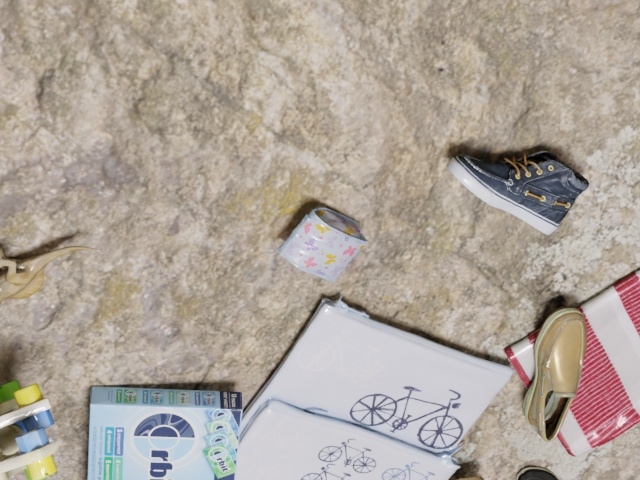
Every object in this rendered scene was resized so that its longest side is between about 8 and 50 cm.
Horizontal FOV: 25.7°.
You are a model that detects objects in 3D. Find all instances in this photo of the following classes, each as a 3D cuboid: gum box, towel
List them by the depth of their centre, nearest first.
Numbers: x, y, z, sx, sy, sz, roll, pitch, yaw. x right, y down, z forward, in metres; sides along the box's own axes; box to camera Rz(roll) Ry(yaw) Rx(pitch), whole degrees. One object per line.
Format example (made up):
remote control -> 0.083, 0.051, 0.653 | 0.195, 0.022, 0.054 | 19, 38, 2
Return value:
gum box -> -0.195, 0.257, 1.739 | 0.185, 0.041, 0.157 | 3, 120, -8
towel -> 0.433, 0.142, 1.876 | 0.329, 0.037, 0.237 | -31, 126, 5

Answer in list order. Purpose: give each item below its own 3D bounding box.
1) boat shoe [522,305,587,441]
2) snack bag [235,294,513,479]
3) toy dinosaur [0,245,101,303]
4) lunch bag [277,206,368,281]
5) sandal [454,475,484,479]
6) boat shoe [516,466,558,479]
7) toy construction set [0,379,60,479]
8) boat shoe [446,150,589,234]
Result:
boat shoe -> 0.311, 0.176, 1.805 | 0.068, 0.072, 0.190 | -2, 123, -11
snack bag -> 0.055, 0.249, 1.827 | 0.323, 0.037, 0.342 | 22, 116, -27
toy dinosaur -> -0.341, 0.036, 1.569 | 0.183, 0.053, 0.093 | -38, 142, 17
lunch bag -> 0.000, 0.000, 1.637 | 0.083, 0.053, 0.071 | 20, 118, -38
sandal -> 0.196, 0.384, 1.939 | 0.072, 0.049, 0.180 | -11, 145, -12
boat shoe -> 0.327, 0.366, 1.993 | 0.049, 0.042, 0.133 | -38, 124, 13
toy construction set -> -0.445, 0.248, 1.577 | 0.328, 0.215, 0.151 | -7, 90, -2
boat shoe -> 0.233, -0.078, 1.652 | 0.183, 0.065, 0.083 | 24, 111, -35
